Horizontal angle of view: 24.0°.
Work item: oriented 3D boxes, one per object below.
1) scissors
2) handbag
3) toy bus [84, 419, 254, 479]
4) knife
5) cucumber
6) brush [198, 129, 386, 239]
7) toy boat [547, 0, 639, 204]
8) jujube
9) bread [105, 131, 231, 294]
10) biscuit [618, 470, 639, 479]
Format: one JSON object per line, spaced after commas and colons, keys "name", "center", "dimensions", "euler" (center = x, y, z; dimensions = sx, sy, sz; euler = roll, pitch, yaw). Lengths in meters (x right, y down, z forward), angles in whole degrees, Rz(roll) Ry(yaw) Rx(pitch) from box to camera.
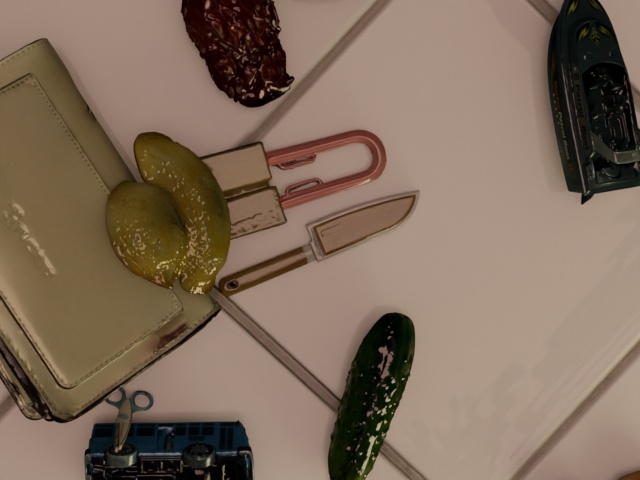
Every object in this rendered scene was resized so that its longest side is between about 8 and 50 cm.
{"name": "scissors", "center": [-0.219, 0.197, 1.671], "dimensions": [0.058, 0.119, 0.014], "euler": [13, 116, -5]}
{"name": "handbag", "center": [-0.299, -0.010, 1.620], "dimensions": [0.236, 0.160, 0.358], "euler": [-34, 98, -20]}
{"name": "toy bus", "center": [-0.166, 0.254, 1.680], "dimensions": [0.184, 0.106, 0.090], "euler": [0, 108, -3]}
{"name": "knife", "center": [0.000, 0.000, 1.722], "dimensions": [0.256, 0.022, 0.046], "euler": [-23, 92, -4]}
{"name": "cucumber", "center": [0.054, 0.190, 1.722], "dimensions": [0.069, 0.069, 0.227], "euler": [17, 96, -6]}
{"name": "brush", "center": [-0.037, -0.071, 1.700], "dimensions": [0.233, 0.047, 0.103], "euler": [-16, 93, -5]}
{"name": "toy boat", "center": [0.311, -0.167, 1.704], "dimensions": [0.093, 0.103, 0.246], "euler": [-9, 90, -29]}
{"name": "jujube", "center": [-0.097, -0.225, 1.660], "dimensions": [0.104, 0.104, 0.166], "euler": [-19, 104, -4]}
{"name": "bread", "center": [-0.160, -0.038, 1.594], "dimensions": [0.149, 0.065, 0.188], "euler": [7, 66, -43]}
{"name": "biscuit", "center": [0.343, 0.381, 1.770], "dimensions": [0.164, 0.047, 0.208], "euler": [-11, 95, -6]}
